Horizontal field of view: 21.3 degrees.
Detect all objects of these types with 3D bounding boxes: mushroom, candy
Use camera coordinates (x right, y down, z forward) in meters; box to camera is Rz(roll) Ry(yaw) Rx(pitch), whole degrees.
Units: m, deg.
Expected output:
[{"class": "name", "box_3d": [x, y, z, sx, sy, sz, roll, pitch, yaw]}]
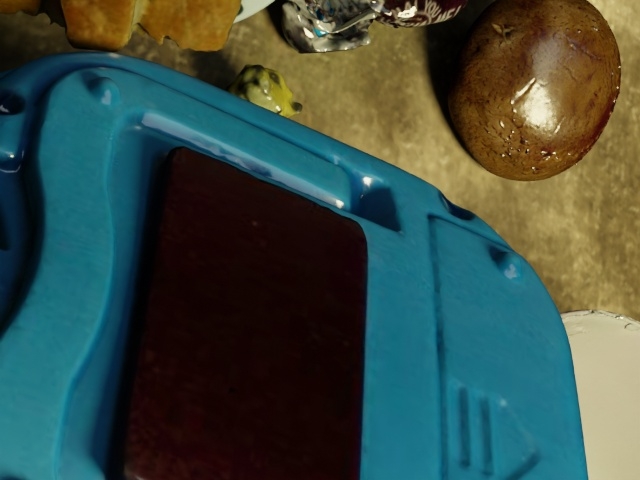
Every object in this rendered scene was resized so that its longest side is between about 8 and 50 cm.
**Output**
[{"class": "mushroom", "box_3d": [0.133, -0.101, 1.080, 0.127, 0.087, 0.127, -5, 100, -32]}, {"class": "candy", "box_3d": [0.049, -0.166, 1.037, 0.226, 0.051, 0.094, -14, 85, -46]}]

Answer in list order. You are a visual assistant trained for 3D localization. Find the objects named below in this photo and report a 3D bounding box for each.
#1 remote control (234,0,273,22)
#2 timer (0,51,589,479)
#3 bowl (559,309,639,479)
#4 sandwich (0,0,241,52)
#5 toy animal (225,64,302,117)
[{"class": "remote control", "box_3d": [-0.021, -0.211, 0.952, 0.047, 0.087, 0.244, 60, 42, -39]}, {"class": "timer", "box_3d": [-0.033, 0.078, 0.677, 0.309, 0.115, 0.340, 22, 41, -18]}, {"class": "bowl", "box_3d": [0.117, 0.190, 0.931, 0.287, 0.143, 0.287, 14, 69, -41]}, {"class": "sandwich", "box_3d": [-0.062, -0.269, 0.794, 0.131, 0.262, 0.325, 13, 36, -9]}, {"class": "toy animal", "box_3d": [0.000, 0.000, 0.899, 0.181, 0.073, 0.136, 35, 41, -1]}]
